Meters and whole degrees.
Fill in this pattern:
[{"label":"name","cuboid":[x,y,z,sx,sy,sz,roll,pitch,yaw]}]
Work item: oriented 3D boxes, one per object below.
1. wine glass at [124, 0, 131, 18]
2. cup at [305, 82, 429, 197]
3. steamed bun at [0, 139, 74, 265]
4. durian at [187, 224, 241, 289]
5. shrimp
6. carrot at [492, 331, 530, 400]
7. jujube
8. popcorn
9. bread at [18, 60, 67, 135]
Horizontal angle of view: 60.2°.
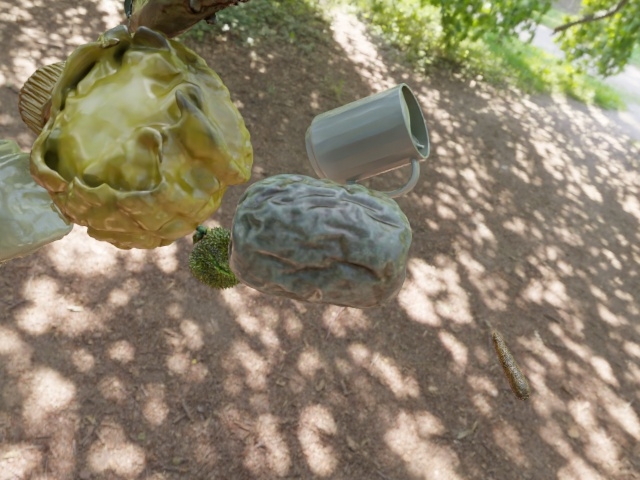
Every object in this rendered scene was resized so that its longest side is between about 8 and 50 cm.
[{"label":"wine glass","cuboid":[-0.181,-0.479,0.926,0.096,0.264,0.309,55,22,-34]},{"label":"cup","cuboid":[0.150,-0.273,1.690,0.237,0.327,0.322,5,71,-63]},{"label":"steamed bun","cuboid":[-0.747,-0.086,1.204,0.368,0.255,0.342,24,57,39]},{"label":"durian","cuboid":[-0.254,0.049,1.409,0.198,0.159,0.146,6,-22,38]},{"label":"shrimp","cuboid":[-0.156,-0.291,0.612,0.262,0.117,0.066,7,9,44]},{"label":"carrot","cuboid":[0.398,0.263,1.168,0.036,0.035,0.165,6,44,-24]},{"label":"jujube","cuboid":[0.000,0.000,0.933,0.317,0.226,0.226,10,32,-2]},{"label":"popcorn","cuboid":[-0.194,-0.108,0.630,0.250,0.190,0.250,2,76,-8]},{"label":"bread","cuboid":[-0.541,-0.296,1.186,0.104,0.199,0.199,34,33,14]}]
